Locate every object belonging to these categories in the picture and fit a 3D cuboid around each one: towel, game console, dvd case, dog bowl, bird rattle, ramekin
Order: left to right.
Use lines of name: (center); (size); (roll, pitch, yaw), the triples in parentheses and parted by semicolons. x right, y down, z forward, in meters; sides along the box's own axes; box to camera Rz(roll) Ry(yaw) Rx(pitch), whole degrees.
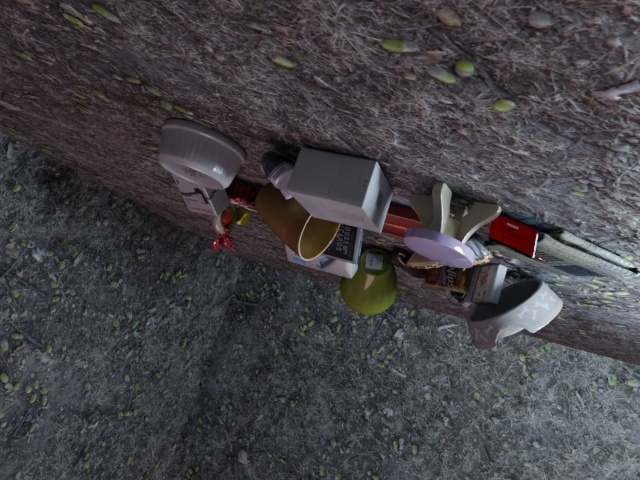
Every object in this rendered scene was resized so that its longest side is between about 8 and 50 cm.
ramekin: (-0.377, -0.257, 1.723); (0.272, 0.127, 0.273); (18, 170, 3)
bird rattle: (-0.424, -0.085, 2.427); (0.143, 0.253, 0.207); (13, 144, 27)
dvd case: (0.044, -0.023, 2.068); (0.238, 0.179, 0.029); (14, -164, 25)
dog bowl: (0.690, 0.258, 2.013); (0.102, 0.348, 0.349); (59, 166, -1)
game console: (0.535, -0.009, 1.484); (0.085, 0.124, 0.144); (-17, -149, -31)
towel: (0.684, 0.036, 1.605); (0.324, 0.056, 0.312); (19, 173, -12)

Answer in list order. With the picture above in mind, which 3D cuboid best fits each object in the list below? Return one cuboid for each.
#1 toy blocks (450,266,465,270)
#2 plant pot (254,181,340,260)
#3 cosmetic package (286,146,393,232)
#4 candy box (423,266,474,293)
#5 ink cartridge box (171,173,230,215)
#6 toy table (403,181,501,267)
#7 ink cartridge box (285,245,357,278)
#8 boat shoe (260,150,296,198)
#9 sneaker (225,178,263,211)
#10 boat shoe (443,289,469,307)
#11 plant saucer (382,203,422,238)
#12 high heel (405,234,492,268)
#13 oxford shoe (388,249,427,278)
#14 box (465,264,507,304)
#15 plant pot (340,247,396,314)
toy blocks: (0.474, 0.062, 2.053); (0.148, 0.054, 0.123); (17, 169, 9)
plant pot: (-0.091, -0.096, 1.877); (0.254, 0.237, 0.237); (32, 176, 25)
cosmetic package: (0.060, -0.137, 1.534); (0.224, 0.138, 0.224); (13, 168, 22)
candy box: (0.520, 0.144, 2.245); (0.186, 0.109, 0.053); (9, 166, 40)
ink cartridge box: (-0.431, -0.199, 1.977); (0.153, 0.087, 0.208); (11, 135, 34)
toy table: (0.341, -0.037, 1.490); (0.252, 0.161, 0.274); (14, 169, 24)
ink cartridge box: (-0.006, -0.002, 2.153); (0.296, 0.066, 0.261); (14, 132, 25)
boat shoe: (-0.109, -0.200, 1.646); (0.102, 0.108, 0.301); (50, -172, 9)
sneaker: (-0.311, -0.175, 2.103); (0.276, 0.098, 0.135); (17, 167, 4)
boat shoe: (0.588, 0.197, 2.341); (0.105, 0.113, 0.306); (27, -169, 1)
plant saucer: (0.246, -0.067, 1.819); (0.259, 0.048, 0.258); (16, 169, 18)
high heel: (0.434, 0.069, 1.849); (0.261, 0.093, 0.186); (-24, 140, 30)
oxford shoe: (0.401, 0.104, 2.327); (0.227, 0.083, 0.096); (21, 165, -17)
box: (0.624, 0.170, 2.092); (0.038, 0.145, 0.186); (21, 170, -11)
plant pot: (0.232, 0.160, 2.515); (0.274, 0.275, 0.293); (18, 154, 8)
